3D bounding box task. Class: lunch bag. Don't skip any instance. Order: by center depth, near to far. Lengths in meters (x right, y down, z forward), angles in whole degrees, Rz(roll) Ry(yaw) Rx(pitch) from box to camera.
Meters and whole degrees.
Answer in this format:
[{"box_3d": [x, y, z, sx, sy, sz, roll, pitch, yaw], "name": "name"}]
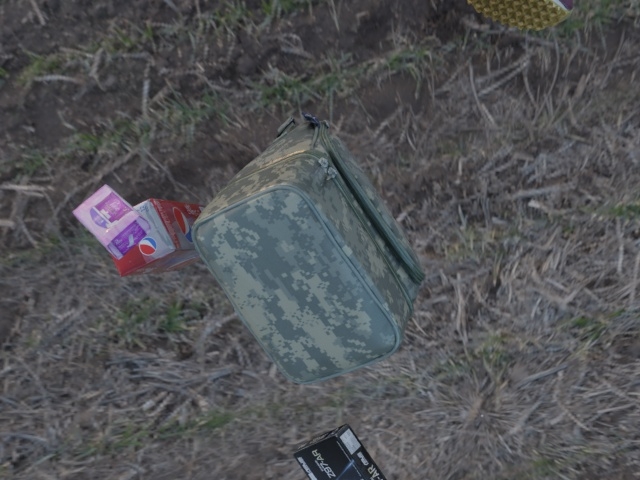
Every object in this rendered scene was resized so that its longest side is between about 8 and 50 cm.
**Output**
[{"box_3d": [0.000, 0.000, 1.212, 0.212, 0.256, 0.305, -26, 108, 29], "name": "lunch bag"}]

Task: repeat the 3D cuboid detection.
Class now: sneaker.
[{"box_3d": [0.125, -0.239, 0.691, 0.185, 0.069, 0.084, 27, 75, -6], "name": "sneaker"}]

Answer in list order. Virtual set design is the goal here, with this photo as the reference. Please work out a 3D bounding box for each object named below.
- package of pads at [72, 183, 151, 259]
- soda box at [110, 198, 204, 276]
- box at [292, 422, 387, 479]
[{"box_3d": [-0.220, -0.021, 0.920, 0.050, 0.032, 0.083, -44, 50, -12], "name": "package of pads"}, {"box_3d": [-0.233, -0.004, 1.312, 0.092, 0.263, 0.084, -25, 86, 7], "name": "soda box"}, {"box_3d": [0.022, 0.198, 0.724, 0.067, 0.018, 0.083, -35, 88, 46], "name": "box"}]
